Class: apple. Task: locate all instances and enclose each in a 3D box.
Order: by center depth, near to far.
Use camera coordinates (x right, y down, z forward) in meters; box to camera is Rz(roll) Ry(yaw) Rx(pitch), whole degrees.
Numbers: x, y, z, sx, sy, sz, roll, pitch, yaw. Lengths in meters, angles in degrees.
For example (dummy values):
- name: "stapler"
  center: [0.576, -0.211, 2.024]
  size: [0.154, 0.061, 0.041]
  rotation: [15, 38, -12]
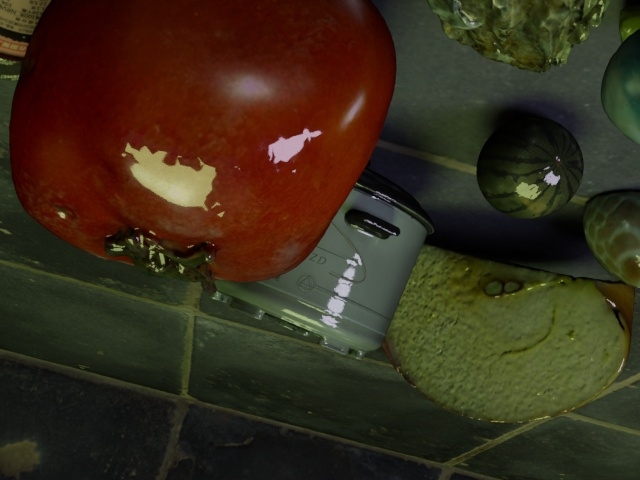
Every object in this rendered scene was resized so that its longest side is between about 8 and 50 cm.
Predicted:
- name: "apple"
  center: [0.219, 0.093, 1.030]
  size: [0.346, 0.254, 0.179]
  rotation: [13, 130, 26]

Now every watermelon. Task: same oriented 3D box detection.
- name: "watermelon"
  center: [0.208, -0.074, 0.839]
  size: [0.105, 0.105, 0.133]
  rotation: [26, 168, -25]

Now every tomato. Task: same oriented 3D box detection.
- name: "tomato"
  center: [-0.094, -0.106, 0.695]
  size: [0.293, 0.289, 0.325]
  rotation: [14, 162, 1]

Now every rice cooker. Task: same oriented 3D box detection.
- name: "rice cooker"
  center: [0.000, 0.000, 0.952]
  size: [0.241, 0.227, 0.280]
  rotation: [25, 174, -19]

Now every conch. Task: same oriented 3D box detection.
- name: "conch"
  center: [0.378, 0.005, 0.919]
  size: [0.173, 0.106, 0.116]
  rotation: [16, 140, 29]

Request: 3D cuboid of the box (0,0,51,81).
- name: "box"
  center: [-0.257, -0.234, 0.693]
  size: [0.151, 0.151, 0.135]
  rotation: [25, 145, -23]

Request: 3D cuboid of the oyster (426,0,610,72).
- name: "oyster"
  center: [0.142, -0.225, 0.541]
  size: [0.162, 0.158, 0.351]
  rotation: [51, 174, 21]

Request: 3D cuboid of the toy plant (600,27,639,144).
- name: "toy plant"
  center: [0.317, -0.145, 0.464]
  size: [0.247, 0.247, 0.332]
  rotation: [31, 145, -33]

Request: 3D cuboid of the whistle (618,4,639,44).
- name: "whistle"
  center: [0.334, -0.181, 0.619]
  size: [0.198, 0.057, 0.104]
  rotation: [1, 142, 39]
